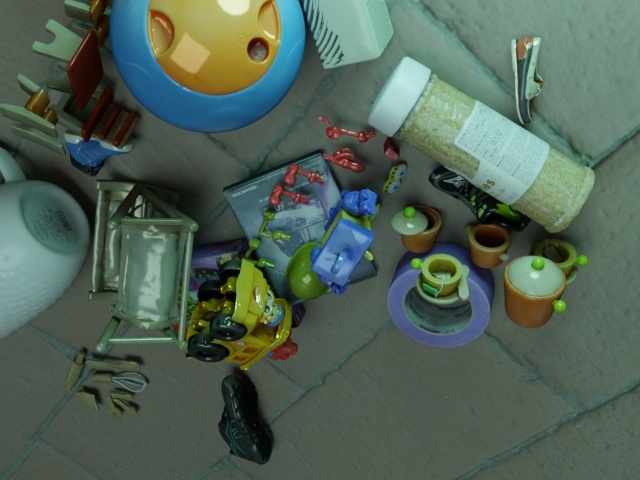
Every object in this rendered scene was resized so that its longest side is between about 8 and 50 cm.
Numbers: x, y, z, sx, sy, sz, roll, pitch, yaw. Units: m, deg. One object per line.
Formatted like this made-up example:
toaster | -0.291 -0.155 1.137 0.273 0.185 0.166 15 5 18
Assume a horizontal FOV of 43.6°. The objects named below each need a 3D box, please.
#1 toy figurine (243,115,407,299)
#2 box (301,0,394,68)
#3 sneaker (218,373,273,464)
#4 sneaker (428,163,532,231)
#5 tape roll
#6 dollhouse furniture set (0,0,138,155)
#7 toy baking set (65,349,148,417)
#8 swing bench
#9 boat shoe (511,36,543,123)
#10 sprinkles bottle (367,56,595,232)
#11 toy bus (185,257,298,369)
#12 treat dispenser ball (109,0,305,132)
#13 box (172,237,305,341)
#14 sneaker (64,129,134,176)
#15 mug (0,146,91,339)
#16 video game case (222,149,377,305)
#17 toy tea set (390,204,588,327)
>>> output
toy figurine | 0.000 0.000 1.346 0.191 0.217 0.362 26 119 -14
box | 0.019 -0.401 1.166 0.094 0.113 0.275 -7 120 25
sneaker | -0.193 0.417 1.839 0.106 0.101 0.267 0 124 22
sneaker | 0.270 -0.074 1.334 0.188 0.078 0.067 28 129 0
tape roll | 0.223 0.101 1.477 0.189 0.080 0.189 9 127 12
dollhouse furniture set | -0.388 -0.259 1.342 0.135 0.262 0.259 25 163 -2
toy baking set | -0.521 0.343 1.950 0.196 0.030 0.256 24 129 -2
swing bench | -0.342 0.042 1.509 0.165 0.255 0.253 2 110 -21
boat shoe | 0.318 -0.242 1.217 0.043 0.049 0.137 -2 119 18
sprinkles bottle | 0.252 -0.149 1.259 0.355 0.121 0.121 30 129 -4
toy bus | -0.127 0.157 1.515 0.211 0.149 0.220 23 141 -21
treat dispenser ball | -0.165 -0.304 1.187 0.288 0.288 0.288 10 127 13
box | -0.202 0.104 1.642 0.293 0.057 0.201 -11 119 26
sneaker | -0.416 -0.163 1.523 0.152 0.058 0.085 9 121 18
mug | -0.650 -0.013 1.610 0.328 0.276 0.374 -29 80 28
video game case | -0.034 -0.015 1.485 0.196 0.026 0.274 -20 116 11
toy tea set | 0.269 0.018 1.328 0.336 0.200 0.124 14 137 16
